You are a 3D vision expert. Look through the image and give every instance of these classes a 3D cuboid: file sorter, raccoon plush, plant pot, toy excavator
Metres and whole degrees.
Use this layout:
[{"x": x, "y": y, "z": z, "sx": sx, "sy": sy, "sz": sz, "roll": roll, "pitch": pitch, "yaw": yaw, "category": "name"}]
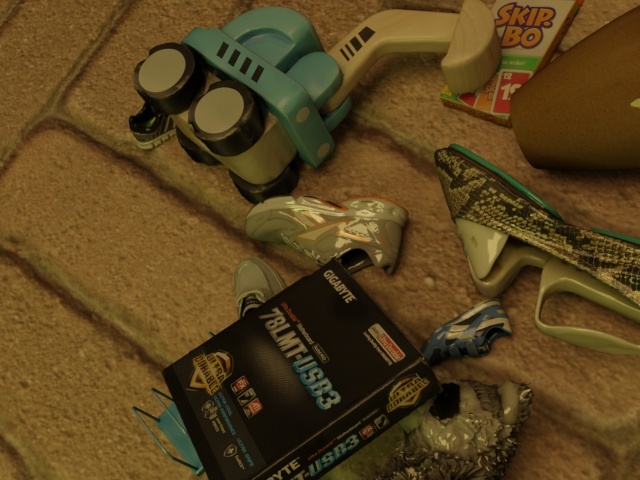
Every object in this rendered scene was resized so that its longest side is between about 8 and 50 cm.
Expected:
[{"x": -0.174, "y": 0.236, "z": 1.457, "sx": 0.170, "sy": 0.104, "sz": 0.118, "roll": -45, "pitch": 58, "yaw": -2, "category": "file sorter"}, {"x": 0.185, "y": 0.387, "z": 1.238, "sx": 0.299, "sy": 0.446, "sz": 0.216, "roll": -28, "pitch": 12, "yaw": -34, "category": "raccoon plush"}, {"x": 0.403, "y": -0.194, "z": 1.377, "sx": 0.254, "sy": 0.237, "sz": 0.237, "roll": -16, "pitch": 60, "yaw": 29, "category": "plant pot"}, {"x": -0.002, "y": -0.269, "z": 1.565, "sx": 0.433, "sy": 0.222, "sz": 0.445, "roll": 37, "pitch": 81, "yaw": 30, "category": "toy excavator"}]

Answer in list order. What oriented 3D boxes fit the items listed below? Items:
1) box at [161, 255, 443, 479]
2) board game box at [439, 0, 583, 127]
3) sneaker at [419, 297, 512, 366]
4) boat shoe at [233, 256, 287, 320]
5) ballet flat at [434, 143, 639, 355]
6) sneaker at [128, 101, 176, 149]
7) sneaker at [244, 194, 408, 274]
[{"x": -0.035, "y": 0.180, "z": 1.269, "sx": 0.293, "sy": 0.073, "sz": 0.295, "roll": -35, "pitch": 33, "yaw": -4, "category": "box"}, {"x": 0.306, "y": -0.308, "z": 1.566, "sx": 0.124, "sy": 0.039, "sz": 0.259, "roll": 25, "pitch": 74, "yaw": 29, "category": "board game box"}, {"x": 0.202, "y": 0.140, "z": 1.383, "sx": 0.144, "sy": 0.053, "sz": 0.059, "roll": -34, "pitch": 60, "yaw": 5, "category": "sneaker"}, {"x": -0.086, "y": 0.111, "z": 1.494, "sx": 0.079, "sy": 0.081, "sz": 0.227, "roll": -26, "pitch": 60, "yaw": 8, "category": "boat shoe"}, {"x": 0.320, "y": 0.032, "z": 1.330, "sx": 0.483, "sy": 0.164, "sz": 0.182, "roll": 29, "pitch": 85, "yaw": 27, "category": "ballet flat"}, {"x": -0.265, "y": -0.229, "z": 1.730, "sx": 0.170, "sy": 0.075, "sz": 0.063, "roll": -33, "pitch": 58, "yaw": 4, "category": "sneaker"}, {"x": 0.000, "y": 0.000, "z": 1.507, "sx": 0.263, "sy": 0.099, "sz": 0.121, "roll": -1, "pitch": 70, "yaw": 23, "category": "sneaker"}]
